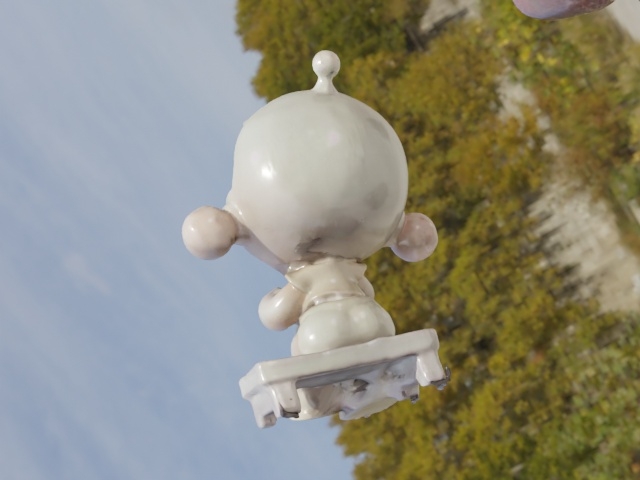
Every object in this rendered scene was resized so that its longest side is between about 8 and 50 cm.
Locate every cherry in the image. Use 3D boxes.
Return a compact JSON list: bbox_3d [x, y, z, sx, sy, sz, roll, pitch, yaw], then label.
[{"bbox_3d":[0.205,-0.236,0.931,0.126,0.106,0.087,26,-141,-51],"label":"cherry"}]

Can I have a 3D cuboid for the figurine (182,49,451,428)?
[{"bbox_3d":[-0.003,-0.001,0.782,0.144,0.181,0.257,78,-179,-79],"label":"figurine"}]
